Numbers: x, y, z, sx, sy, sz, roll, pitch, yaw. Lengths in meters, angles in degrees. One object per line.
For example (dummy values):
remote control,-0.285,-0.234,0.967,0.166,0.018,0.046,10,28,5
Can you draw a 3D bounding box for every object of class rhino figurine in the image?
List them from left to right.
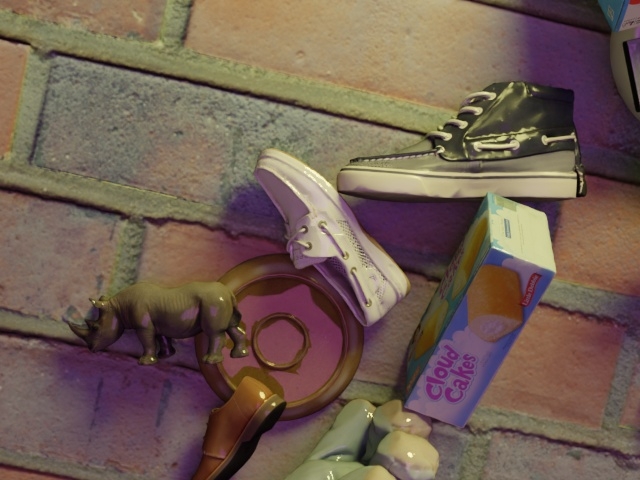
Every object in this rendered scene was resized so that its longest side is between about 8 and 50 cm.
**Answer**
rhino figurine,-0.219,0.108,1.408,0.243,0.073,0.106,-2,96,10

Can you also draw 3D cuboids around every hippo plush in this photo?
hippo plush,0.076,0.378,1.384,0.294,0.234,0.236,-40,109,-19

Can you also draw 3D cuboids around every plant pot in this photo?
plant pot,-0.055,0.136,1.455,0.236,0.032,0.236,0,94,-5

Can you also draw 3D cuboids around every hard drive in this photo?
hard drive,0.466,-0.227,1.372,0.135,0.022,0.094,-13,96,-3

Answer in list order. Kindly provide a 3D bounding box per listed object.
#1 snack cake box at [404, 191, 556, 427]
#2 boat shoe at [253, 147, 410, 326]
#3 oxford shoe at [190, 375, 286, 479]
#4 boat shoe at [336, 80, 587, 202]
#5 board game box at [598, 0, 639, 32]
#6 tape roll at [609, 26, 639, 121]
snack cake box,0.200,0.090,1.362,0.089,0.152,0.264,21,119,-6
boat shoe,0.000,0.000,1.404,0.277,0.098,0.096,47,69,-7
oxford shoe,-0.131,0.272,1.439,0.076,0.076,0.212,40,107,17
boat shoe,0.188,-0.132,1.418,0.340,0.127,0.158,0,88,-12
board game box,0.467,-0.445,1.353,0.302,0.086,0.308,-15,65,-3
tape roll,0.547,-0.267,1.437,0.286,0.100,0.286,0,94,-4
